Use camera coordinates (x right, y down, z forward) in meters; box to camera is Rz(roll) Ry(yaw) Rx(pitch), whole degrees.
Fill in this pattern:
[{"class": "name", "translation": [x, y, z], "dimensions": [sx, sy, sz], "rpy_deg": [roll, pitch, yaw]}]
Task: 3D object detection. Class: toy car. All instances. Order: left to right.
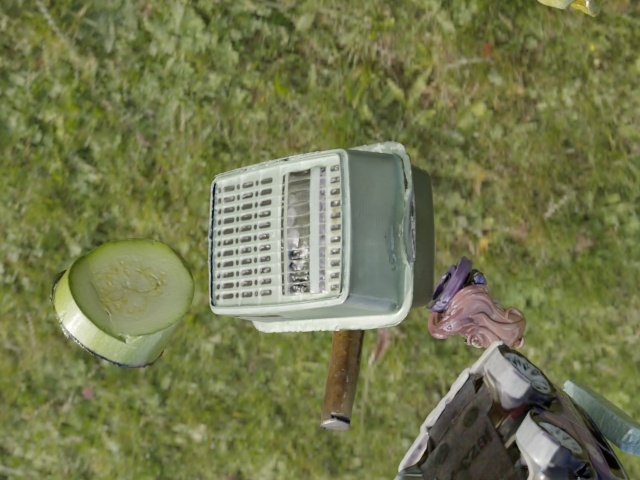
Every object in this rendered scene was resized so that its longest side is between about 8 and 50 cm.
[{"class": "toy car", "translation": [0.170, 0.209, 0.908], "dimensions": [0.158, 0.235, 0.172], "rpy_deg": [28, 107, -19]}]

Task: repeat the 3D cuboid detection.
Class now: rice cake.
[{"class": "rice cake", "translation": [0.260, 0.161, 1.021], "dimensions": [0.033, 0.171, 0.029], "rpy_deg": [25, 93, -8]}]

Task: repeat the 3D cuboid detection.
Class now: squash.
[{"class": "squash", "translation": [-0.327, 0.097, 1.831], "dimensions": [0.220, 0.220, 0.133], "rpy_deg": [27, 126, -17]}]

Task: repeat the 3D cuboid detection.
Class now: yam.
[{"class": "yam", "translation": [0.038, 0.136, 1.546], "dimensions": [0.046, 0.263, 0.046], "rpy_deg": [7, 150, 4]}]

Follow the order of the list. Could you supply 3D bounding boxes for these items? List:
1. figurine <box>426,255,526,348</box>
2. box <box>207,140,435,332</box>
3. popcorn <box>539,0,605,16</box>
[{"class": "figurine", "translation": [0.223, 0.110, 1.621], "dimensions": [0.157, 0.114, 0.126], "rpy_deg": [48, 129, 10]}, {"class": "box", "translation": [0.000, 0.000, 1.362], "dimensions": [0.166, 0.220, 0.291], "rpy_deg": [6, 171, -43]}, {"class": "popcorn", "translation": [0.325, -0.380, 1.418], "dimensions": [0.218, 0.169, 0.189], "rpy_deg": [17, 114, -19]}]
